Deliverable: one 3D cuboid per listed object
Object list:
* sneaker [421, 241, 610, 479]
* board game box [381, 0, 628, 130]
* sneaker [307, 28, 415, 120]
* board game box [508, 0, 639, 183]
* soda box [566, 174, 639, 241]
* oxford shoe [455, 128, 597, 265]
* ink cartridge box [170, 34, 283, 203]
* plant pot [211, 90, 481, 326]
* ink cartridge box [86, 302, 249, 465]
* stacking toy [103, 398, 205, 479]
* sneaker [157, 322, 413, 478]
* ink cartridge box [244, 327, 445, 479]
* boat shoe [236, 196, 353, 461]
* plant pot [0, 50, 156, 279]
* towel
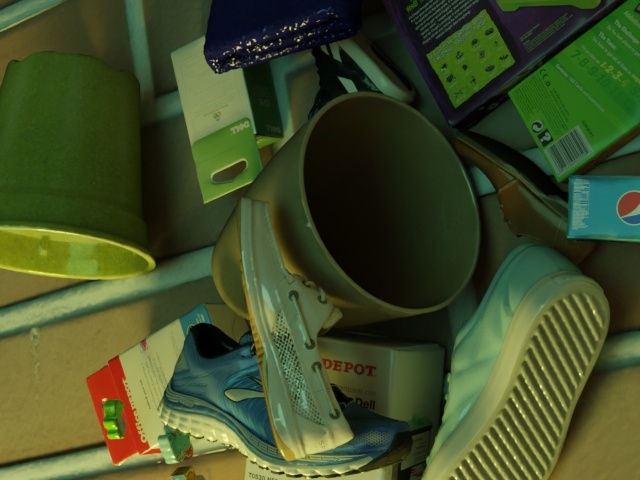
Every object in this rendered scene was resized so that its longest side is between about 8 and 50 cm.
[{"bbox_3d":[0.194,0.168,1.634,0.366,0.135,0.150,-63,28,20],"label":"sneaker"},{"bbox_3d":[0.237,-0.305,1.660,0.347,0.056,0.208,-37,71,28],"label":"board game box"},{"bbox_3d":[0.009,-0.205,1.797,0.121,0.079,0.217,-49,62,23],"label":"sneaker"},{"bbox_3d":[0.332,-0.183,1.589,0.259,0.039,0.124,-39,67,31],"label":"board game box"},{"bbox_3d":[0.360,-0.030,1.504,0.210,0.071,0.067,3,88,20],"label":"soda box"},{"bbox_3d":[0.218,-0.049,1.642,0.212,0.076,0.076,43,116,28],"label":"oxford shoe"},{"bbox_3d":[-0.114,-0.161,1.894,0.109,0.062,0.209,-21,75,33],"label":"ink cartridge box"},{"bbox_3d":[0.000,0.000,1.713,0.274,0.256,0.257,-29,70,47],"label":"plant pot"},{"bbox_3d":[-0.186,0.188,1.915,0.231,0.078,0.134,-31,71,31],"label":"ink cartridge box"},{"bbox_3d":[-0.166,0.284,1.853,0.167,0.052,0.221,-9,109,28],"label":"stacking toy"},{"bbox_3d":[-0.043,0.168,1.635,0.330,0.129,0.147,14,98,34],"label":"sneaker"},{"bbox_3d":[0.023,0.247,1.736,0.201,0.117,0.278,6,90,36],"label":"ink cartridge box"},{"bbox_3d":[-0.025,0.084,1.540,0.096,0.098,0.277,-13,86,-1],"label":"boat shoe"},{"bbox_3d":[-0.341,-0.102,1.956,0.276,0.276,0.254,-5,74,36],"label":"plant pot"},{"bbox_3d":[-0.023,-0.352,1.777,0.227,0.076,0.308,-13,55,38],"label":"towel"}]
